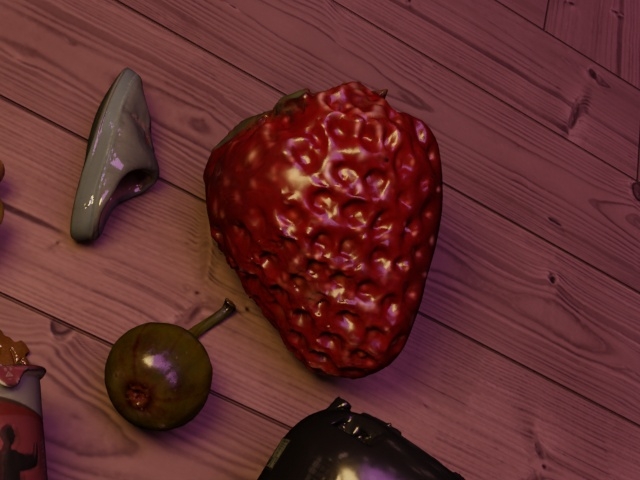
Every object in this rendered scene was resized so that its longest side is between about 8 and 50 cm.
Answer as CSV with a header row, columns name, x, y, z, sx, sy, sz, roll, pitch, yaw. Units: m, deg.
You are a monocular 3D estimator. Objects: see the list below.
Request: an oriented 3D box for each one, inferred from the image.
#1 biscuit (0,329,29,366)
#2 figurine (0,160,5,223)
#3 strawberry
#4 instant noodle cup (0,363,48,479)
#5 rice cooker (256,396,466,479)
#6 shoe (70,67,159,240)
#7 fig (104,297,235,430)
name,x,y,z,sx,sy,sz,roll,pitch,yaw
biscuit,-0.364,0.139,0.971,0.092,0.016,0.082,-31,81,-39
figurine,-0.474,-0.078,0.972,0.274,0.133,0.194,39,28,3
strawberry,0.000,0.000,1.097,0.295,0.317,0.345,13,69,-59
instant noodle cup,-0.353,0.226,0.806,0.235,0.235,0.178,-8,77,-32
rice cooker,0.032,0.309,0.931,0.267,0.267,0.224,37,76,-6
shoe,-0.250,-0.105,1.124,0.100,0.103,0.251,19,61,-17
fig,-0.166,0.128,1.044,0.124,0.124,0.236,40,28,-3
